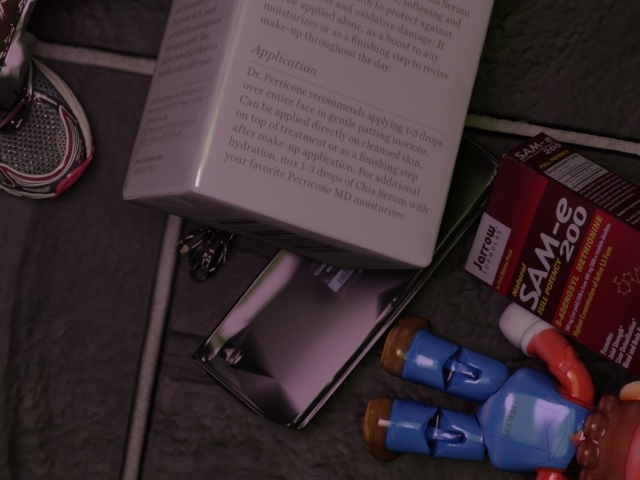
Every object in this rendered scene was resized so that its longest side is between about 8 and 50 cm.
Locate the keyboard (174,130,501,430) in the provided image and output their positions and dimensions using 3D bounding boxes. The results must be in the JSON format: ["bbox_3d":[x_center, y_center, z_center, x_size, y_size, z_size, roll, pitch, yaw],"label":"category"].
[{"bbox_3d":[0.000,0.000,1.632,0.201,0.033,0.317,39,86,13],"label":"keyboard"}]

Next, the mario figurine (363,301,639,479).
[{"bbox_3d":[0.207,0.175,1.607,0.320,0.170,0.198,17,124,13],"label":"mario figurine"}]

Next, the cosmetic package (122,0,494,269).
[{"bbox_3d":[0.013,-0.221,1.525,0.230,0.161,0.453,19,80,-26],"label":"cosmetic package"}]

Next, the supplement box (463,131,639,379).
[{"bbox_3d":[0.251,0.024,1.549,0.239,0.073,0.130,32,126,24],"label":"supplement box"}]

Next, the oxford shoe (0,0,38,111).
[{"bbox_3d":[-0.275,-0.234,1.549,0.096,0.083,0.227,18,81,-15],"label":"oxford shoe"}]

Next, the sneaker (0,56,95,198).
[{"bbox_3d":[-0.328,-0.155,1.620,0.299,0.112,0.121,45,89,2],"label":"sneaker"}]
